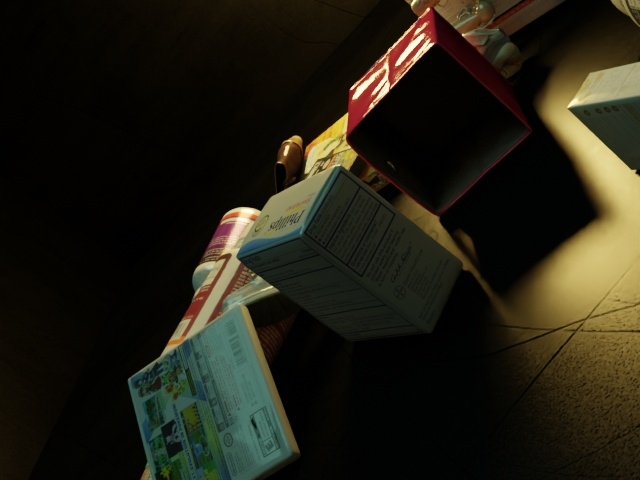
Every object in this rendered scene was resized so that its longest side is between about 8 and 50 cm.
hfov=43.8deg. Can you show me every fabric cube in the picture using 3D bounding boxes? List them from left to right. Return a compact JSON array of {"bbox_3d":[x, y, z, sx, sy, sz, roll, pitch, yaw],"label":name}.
[{"bbox_3d":[0.222,-0.258,1.575,0.259,0.254,0.258,-44,19,24],"label":"fabric cube"}]

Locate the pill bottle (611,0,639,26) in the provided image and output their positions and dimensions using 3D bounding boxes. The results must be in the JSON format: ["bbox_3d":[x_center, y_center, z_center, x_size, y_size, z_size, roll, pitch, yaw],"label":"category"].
[{"bbox_3d":[0.535,-0.365,1.074,0.210,0.210,0.363,-48,18,13],"label":"pill bottle"}]

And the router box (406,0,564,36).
[{"bbox_3d":[0.362,-0.603,1.827,0.335,0.301,0.082,-23,34,56],"label":"router box"}]

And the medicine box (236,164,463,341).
[{"bbox_3d":[0.044,0.035,1.379,0.263,0.289,0.149,-19,37,60],"label":"medicine box"}]

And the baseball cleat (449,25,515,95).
[{"bbox_3d":[0.307,-0.378,1.694,0.206,0.109,0.072,-33,14,20],"label":"baseball cleat"}]

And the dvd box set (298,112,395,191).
[{"bbox_3d":[0.073,-0.210,2.065,0.420,0.062,0.307,-32,38,49],"label":"dvd box set"}]

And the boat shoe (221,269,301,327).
[{"bbox_3d":[-0.068,0.081,1.658,0.321,0.103,0.118,-27,-33,-15],"label":"boat shoe"}]

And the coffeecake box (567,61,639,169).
[{"bbox_3d":[0.438,-0.161,1.026,0.068,0.142,0.185,-55,18,-9],"label":"coffeecake box"}]

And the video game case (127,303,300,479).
[{"bbox_3d":[-0.213,0.330,1.504,0.300,0.036,0.329,-35,56,15],"label":"video game case"}]

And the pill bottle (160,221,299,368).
[{"bbox_3d":[-0.172,0.162,1.784,0.224,0.224,0.392,-27,30,54],"label":"pill bottle"}]

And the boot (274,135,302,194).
[{"bbox_3d":[-0.100,-0.161,2.283,0.207,0.090,0.248,-68,-16,-55],"label":"boot"}]

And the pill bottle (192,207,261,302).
[{"bbox_3d":[-0.238,0.071,2.199,0.181,0.181,0.323,-35,23,42],"label":"pill bottle"}]

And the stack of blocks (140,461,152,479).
[{"bbox_3d":[-0.259,0.451,1.658,0.297,0.087,0.171,-38,22,37],"label":"stack of blocks"}]

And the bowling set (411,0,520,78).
[{"bbox_3d":[0.357,-0.477,1.813,0.154,0.287,0.200,-34,-9,32],"label":"bowling set"}]

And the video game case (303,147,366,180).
[{"bbox_3d":[-0.005,-0.103,1.942,0.274,0.035,0.248,-59,21,-19],"label":"video game case"}]
